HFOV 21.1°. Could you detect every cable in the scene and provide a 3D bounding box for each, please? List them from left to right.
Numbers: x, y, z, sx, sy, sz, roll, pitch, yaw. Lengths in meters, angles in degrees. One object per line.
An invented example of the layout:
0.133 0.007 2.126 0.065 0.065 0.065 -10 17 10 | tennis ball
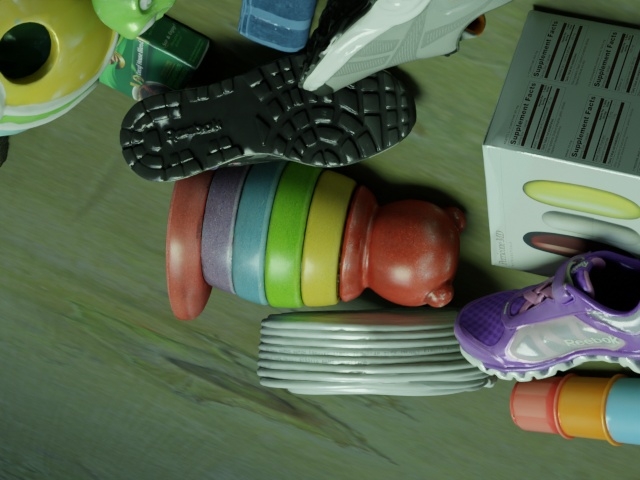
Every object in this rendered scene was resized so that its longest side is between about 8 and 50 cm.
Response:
0.059 0.117 1.836 0.257 0.089 0.257 0 179 9 | cable

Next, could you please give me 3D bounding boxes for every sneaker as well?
-0.042 -0.122 1.648 0.283 0.107 0.124 -4 -175 15 | sneaker
0.067 -0.181 1.445 0.108 0.100 0.271 28 151 -19 | sneaker
0.214 0.055 1.441 0.236 0.095 0.104 -4 138 33 | sneaker

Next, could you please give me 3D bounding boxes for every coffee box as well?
-0.209 -0.198 1.669 0.184 0.040 0.113 28 151 -9 | coffee box

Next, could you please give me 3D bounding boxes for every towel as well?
-0.037 -0.212 1.535 0.067 0.029 0.119 21 151 2 | towel

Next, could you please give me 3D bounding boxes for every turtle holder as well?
-0.267 -0.193 1.480 0.320 0.227 0.243 12 137 8 | turtle holder

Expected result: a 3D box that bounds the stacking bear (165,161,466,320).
0.000 0.000 1.751 0.289 0.175 0.164 8 157 8 | stacking bear

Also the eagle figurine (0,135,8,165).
-0.437 -0.078 1.871 0.225 0.226 0.298 46 153 43 | eagle figurine

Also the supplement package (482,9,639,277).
0.257 -0.063 1.449 0.203 0.149 0.194 13 151 17 | supplement package

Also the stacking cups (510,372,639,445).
0.359 0.193 1.879 0.316 0.096 0.096 -1 143 41 | stacking cups
